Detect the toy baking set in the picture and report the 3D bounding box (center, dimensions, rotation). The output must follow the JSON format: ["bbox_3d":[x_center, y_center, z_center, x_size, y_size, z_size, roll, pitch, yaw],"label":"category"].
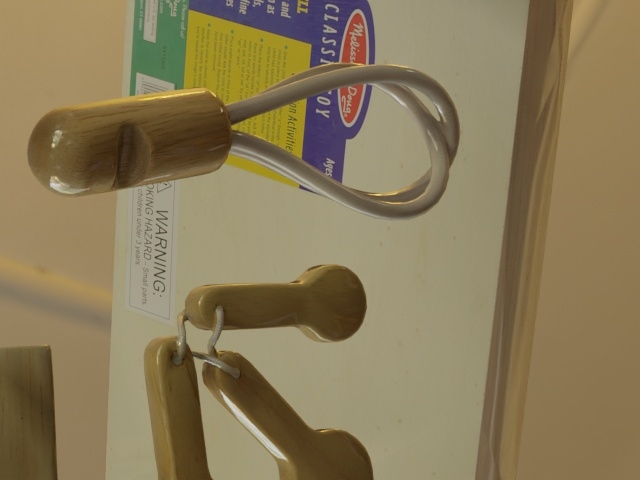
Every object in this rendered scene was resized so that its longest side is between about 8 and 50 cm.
[{"bbox_3d":[-0.049,-0.015,0.543,0.197,0.030,0.256,28,-109,-31],"label":"toy baking set"}]

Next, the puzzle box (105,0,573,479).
[{"bbox_3d":[0.000,0.000,1.085,0.052,0.272,0.409,-21,-57,-49],"label":"puzzle box"}]
